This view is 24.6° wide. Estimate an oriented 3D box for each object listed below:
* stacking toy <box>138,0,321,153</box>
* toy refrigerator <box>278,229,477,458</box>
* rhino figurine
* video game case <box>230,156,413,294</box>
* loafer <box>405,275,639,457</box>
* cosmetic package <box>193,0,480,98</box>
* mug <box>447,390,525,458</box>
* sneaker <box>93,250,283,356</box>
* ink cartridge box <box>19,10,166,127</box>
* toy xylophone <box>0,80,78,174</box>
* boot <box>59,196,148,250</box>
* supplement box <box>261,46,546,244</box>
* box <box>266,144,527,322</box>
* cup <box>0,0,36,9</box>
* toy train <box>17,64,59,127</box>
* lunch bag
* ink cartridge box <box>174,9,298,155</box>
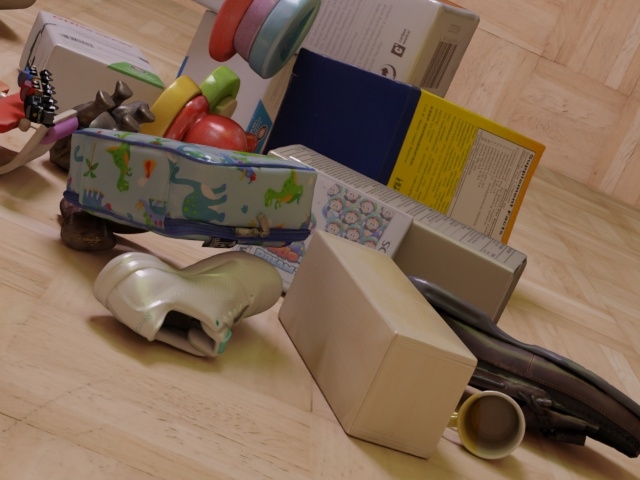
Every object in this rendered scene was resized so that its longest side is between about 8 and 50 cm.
[{"bbox_3d":[-0.092,-0.204,1.948,0.130,0.309,0.279,34,3,6],"label":"stacking toy"},{"bbox_3d":[0.049,0.091,1.369,0.094,0.102,0.269,20,13,-21],"label":"toy refrigerator"},{"bbox_3d":[-0.256,-0.134,1.732,0.073,0.106,0.243,53,10,-5],"label":"rhino figurine"},{"bbox_3d":[0.000,0.000,1.589,0.157,0.143,0.019,27,-21,10],"label":"video game case"},{"bbox_3d":[0.189,0.149,1.482,0.302,0.095,0.109,30,-17,6],"label":"loafer"},{"bbox_3d":[-0.009,-0.373,2.239,0.453,0.161,0.230,28,13,16],"label":"cosmetic package"},{"bbox_3d":[0.154,0.164,1.367,0.078,0.062,0.064,33,6,8],"label":"mug"},{"bbox_3d":[-0.100,0.065,1.297,0.212,0.080,0.094,0,39,-50],"label":"sneaker"},{"bbox_3d":[-0.316,-0.226,2.003,0.160,0.093,0.219,20,13,-22],"label":"ink cartridge box"},{"bbox_3d":[-0.419,-0.151,1.524,0.322,0.081,0.236,23,13,-7],"label":"toy xylophone"},{"bbox_3d":[-0.208,-0.012,1.453,0.106,0.037,0.114,7,14,-15],"label":"boot"},{"bbox_3d":[0.110,-0.102,1.961,0.195,0.194,0.356,25,5,37],"label":"supplement box"},{"bbox_3d":[0.071,0.010,1.693,0.311,0.121,0.148,27,12,11],"label":"box"},{"bbox_3d":[-0.589,-0.499,2.225,0.237,0.331,0.331,-15,33,-29],"label":"cup"},{"bbox_3d":[-0.293,-0.150,1.512,0.036,0.027,0.158,9,19,-16],"label":"toy train"},{"bbox_3d":[-0.121,-0.051,1.399,0.219,0.090,0.176,14,8,40],"label":"lunch bag"},{"bbox_3d":[-0.088,-0.236,2.296,0.168,0.171,0.232,32,14,29],"label":"ink cartridge box"}]
